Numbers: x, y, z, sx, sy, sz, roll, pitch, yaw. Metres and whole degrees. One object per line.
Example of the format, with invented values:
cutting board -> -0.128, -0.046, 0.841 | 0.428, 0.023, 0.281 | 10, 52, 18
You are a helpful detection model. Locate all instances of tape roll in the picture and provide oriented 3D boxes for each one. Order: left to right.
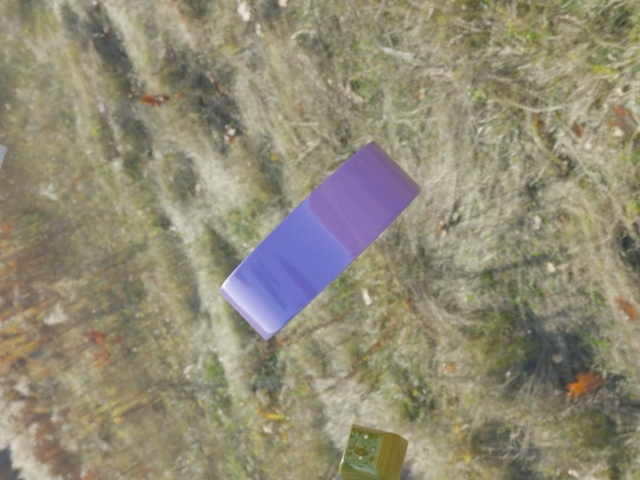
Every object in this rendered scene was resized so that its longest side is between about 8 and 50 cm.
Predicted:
tape roll -> 0.000, 0.000, 0.973 | 0.090, 0.275, 0.275 | 45, 152, 1

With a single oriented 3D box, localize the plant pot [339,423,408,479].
plant pot -> 0.069, 0.303, 1.087 | 0.081, 0.081, 0.083 | 7, 154, 23

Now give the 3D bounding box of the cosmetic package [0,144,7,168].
cosmetic package -> -0.371, -0.055, 0.698 | 0.239, 0.060, 0.099 | 12, 88, 45
